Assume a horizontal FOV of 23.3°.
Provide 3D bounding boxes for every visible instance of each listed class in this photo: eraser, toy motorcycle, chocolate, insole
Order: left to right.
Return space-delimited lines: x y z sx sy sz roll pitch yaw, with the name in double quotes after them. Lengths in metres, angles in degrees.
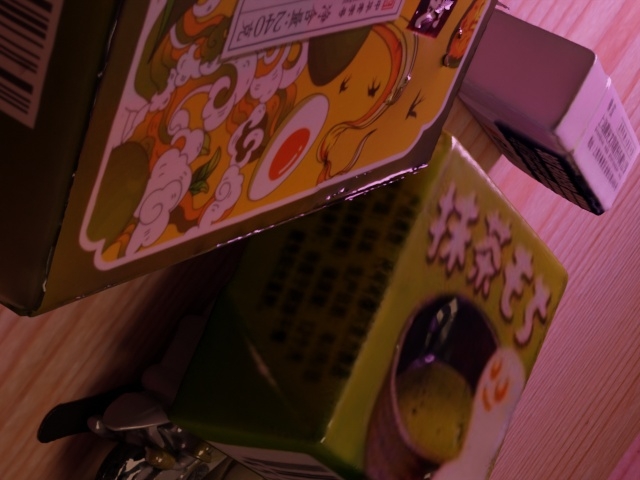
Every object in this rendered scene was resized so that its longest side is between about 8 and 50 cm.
-0.167 0.130 1.164 0.135 0.002 0.045 -8 127 -61 "insole"
-0.093 0.115 1.198 0.225 0.073 0.152 -29 137 -50 "toy motorcycle"
0.055 0.070 1.209 0.301 0.137 0.289 43 66 -53 "chocolate"
0.209 -0.116 1.430 0.086 0.130 0.287 -58 156 -1 "eraser"

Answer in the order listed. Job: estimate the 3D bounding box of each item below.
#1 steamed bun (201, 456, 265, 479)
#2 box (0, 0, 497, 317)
-0.075 0.205 1.321 0.130 0.091 0.112 -47 172 21 "steamed bun"
-0.026 -0.186 0.862 0.420 0.138 0.373 -21 139 -53 "box"
